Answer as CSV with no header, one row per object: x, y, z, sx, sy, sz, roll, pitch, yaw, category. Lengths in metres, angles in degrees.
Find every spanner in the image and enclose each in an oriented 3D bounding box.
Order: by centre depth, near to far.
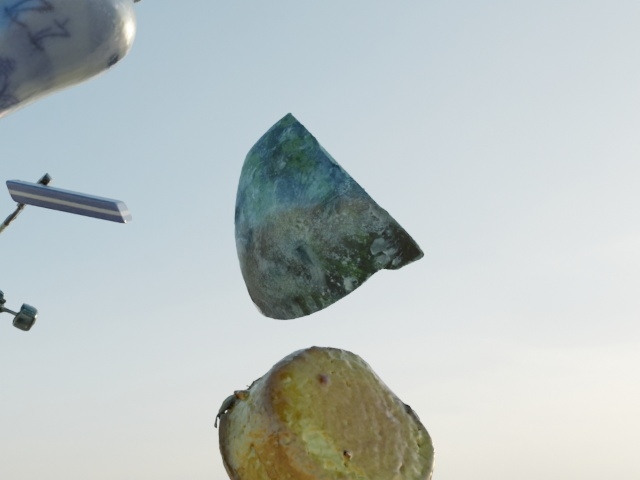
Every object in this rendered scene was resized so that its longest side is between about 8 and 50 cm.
-0.632,-0.039,1.887,0.024,0.087,0.316,44,-51,-14,spanner

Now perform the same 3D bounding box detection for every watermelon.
0.000,0.000,1.387,0.320,0.289,0.214,35,20,22,watermelon

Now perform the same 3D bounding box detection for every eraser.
-0.456,-0.072,1.706,0.225,0.036,0.082,11,6,-2,eraser

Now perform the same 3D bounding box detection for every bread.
0.015,0.336,1.561,0.337,0.358,0.204,-23,-28,-54,bread

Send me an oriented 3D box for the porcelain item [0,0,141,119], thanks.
-0.269,-0.185,0.853,0.141,0.259,0.141,34,-29,22,porcelain item

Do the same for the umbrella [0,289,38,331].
-0.642,0.056,1.589,0.349,0.094,0.143,27,19,-13,umbrella
